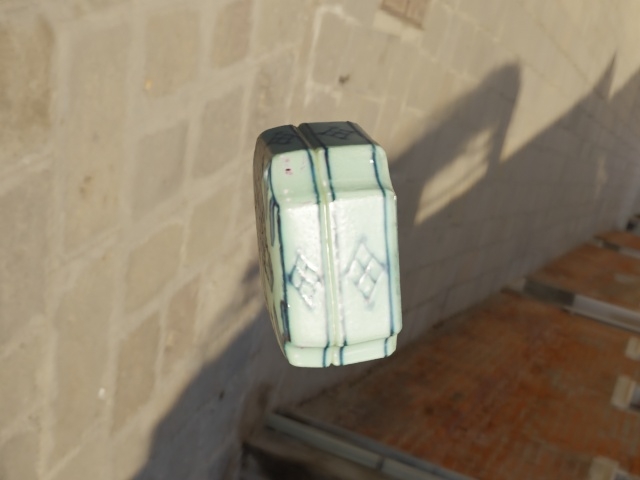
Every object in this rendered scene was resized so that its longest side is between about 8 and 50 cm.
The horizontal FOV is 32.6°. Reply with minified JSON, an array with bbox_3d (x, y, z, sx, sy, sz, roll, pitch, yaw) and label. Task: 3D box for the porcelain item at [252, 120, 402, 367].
[{"bbox_3d":[0.000,0.000,1.397,0.286,0.157,0.282,-116,-160,-71],"label":"porcelain item"}]
